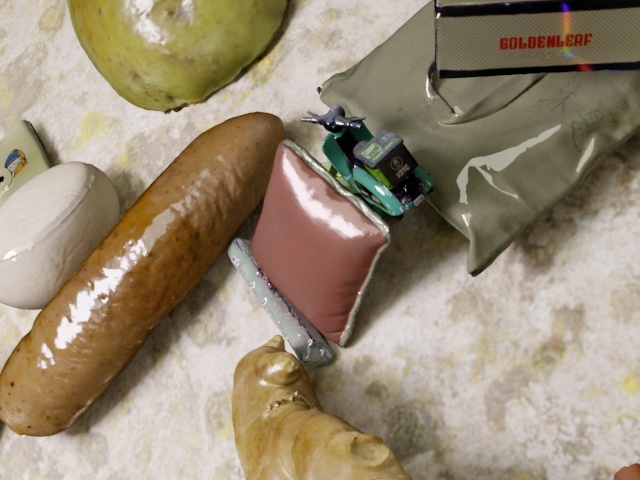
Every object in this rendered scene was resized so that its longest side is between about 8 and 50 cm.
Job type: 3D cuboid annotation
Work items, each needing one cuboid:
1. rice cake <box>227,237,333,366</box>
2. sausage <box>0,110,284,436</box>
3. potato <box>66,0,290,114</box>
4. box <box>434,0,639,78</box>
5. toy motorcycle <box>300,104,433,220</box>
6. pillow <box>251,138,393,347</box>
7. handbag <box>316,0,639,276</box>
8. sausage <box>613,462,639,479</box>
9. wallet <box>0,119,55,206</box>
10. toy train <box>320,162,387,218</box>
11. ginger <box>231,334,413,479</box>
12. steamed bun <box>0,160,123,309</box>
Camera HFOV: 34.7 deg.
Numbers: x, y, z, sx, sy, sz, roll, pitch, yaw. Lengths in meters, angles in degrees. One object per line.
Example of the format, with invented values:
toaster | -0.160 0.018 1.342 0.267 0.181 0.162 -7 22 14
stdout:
rice cake | -0.049 0.068 1.157 0.033 0.033 0.207 -54 48 18
sausage | -0.216 0.040 1.231 0.123 0.136 0.501 41 94 9
potato | -0.208 -0.346 1.364 0.330 0.213 0.280 -52 48 4
box | 0.208 -0.282 1.011 0.198 0.084 0.310 -2 44 6
toy motorcycle | 0.048 -0.080 1.005 0.058 0.100 0.173 -41 32 -5
pillow | 0.000 0.000 1.087 0.171 0.075 0.179 44 139 25
handbag | 0.167 -0.144 1.063 0.253 0.109 0.316 -41 50 6
sausage | 0.288 0.257 0.815 0.047 0.040 0.176 -48 47 28
wallet | -0.444 -0.096 1.521 0.110 0.039 0.155 -42 50 7
toy train | 0.028 -0.048 1.154 0.122 0.050 0.081 2 61 37
ginger | -0.015 0.211 0.925 0.363 0.122 0.348 120 145 -55
steamed bun | -0.343 0.001 1.328 0.177 0.130 0.228 -13 34 28
